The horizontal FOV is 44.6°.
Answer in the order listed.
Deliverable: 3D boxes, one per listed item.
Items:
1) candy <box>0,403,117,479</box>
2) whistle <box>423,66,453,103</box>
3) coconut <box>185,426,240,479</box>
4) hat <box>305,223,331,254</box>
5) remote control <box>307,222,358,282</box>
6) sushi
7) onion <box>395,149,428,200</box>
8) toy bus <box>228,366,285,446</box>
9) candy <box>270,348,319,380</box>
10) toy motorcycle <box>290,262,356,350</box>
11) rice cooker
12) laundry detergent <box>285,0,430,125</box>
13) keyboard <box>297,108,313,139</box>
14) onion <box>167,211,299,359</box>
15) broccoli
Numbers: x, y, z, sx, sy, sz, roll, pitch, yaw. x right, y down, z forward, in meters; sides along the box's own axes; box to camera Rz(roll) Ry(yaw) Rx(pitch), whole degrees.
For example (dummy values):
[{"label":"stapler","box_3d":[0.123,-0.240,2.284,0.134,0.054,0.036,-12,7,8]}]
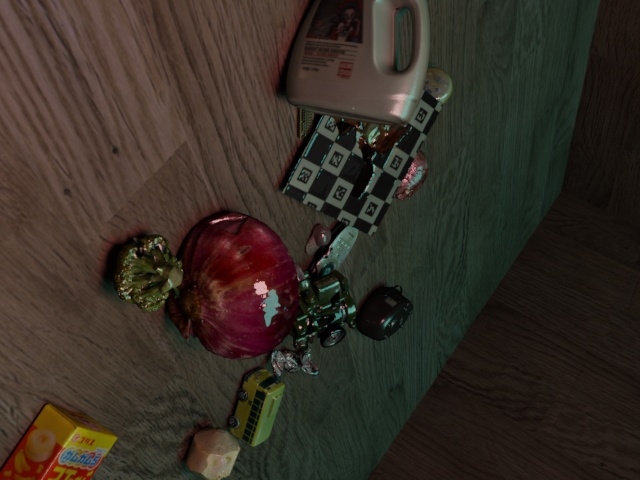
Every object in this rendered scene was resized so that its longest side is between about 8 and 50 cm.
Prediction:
[{"label":"candy","box_3d":[-0.487,0.428,1.346,0.276,0.088,0.146,-57,154,-12]},{"label":"whistle","box_3d":[0.245,-0.351,1.953,0.198,0.104,0.057,-44,159,-6]},{"label":"coconut","box_3d":[-0.252,0.498,1.848,0.116,0.116,0.122,-16,130,-58]},{"label":"hat","box_3d":[0.000,0.003,1.897,0.058,0.042,0.087,-19,132,-56]},{"label":"remote control","box_3d":[0.011,0.057,1.975,0.256,0.045,0.097,-55,145,-6]},{"label":"sushi","box_3d":[0.086,-0.221,1.762,0.343,0.064,0.359,22,96,-48]},{"label":"onion","box_3d":[0.189,-0.185,1.964,0.195,0.159,0.159,-91,-155,-81]},{"label":"toy bus","box_3d":[-0.157,0.416,1.957,0.088,0.101,0.175,-16,128,-58]},{"label":"candy","box_3d":[-0.068,0.325,2.061,0.051,0.094,0.226,-26,159,21]},{"label":"toy motorcycle","box_3d":[-0.001,0.157,1.901,0.205,0.127,0.275,-22,138,-23]},{"label":"rice cooker","box_3d":[0.200,0.226,2.426,0.203,0.118,0.142,-37,146,-37]},{"label":"laundry detergent","box_3d":[0.093,-0.420,1.419,0.125,0.264,0.397,9,95,-60]},{"label":"keyboard","box_3d":[-0.028,-0.268,1.589,0.049,0.015,0.129,-43,149,-36]},{"label":"onion","box_3d":[-0.146,0.091,1.492,0.272,0.230,0.256,-39,147,-27]},{"label":"broccoli","box_3d":[-0.285,0.056,1.310,0.130,0.120,0.131,-11,101,-51]}]
